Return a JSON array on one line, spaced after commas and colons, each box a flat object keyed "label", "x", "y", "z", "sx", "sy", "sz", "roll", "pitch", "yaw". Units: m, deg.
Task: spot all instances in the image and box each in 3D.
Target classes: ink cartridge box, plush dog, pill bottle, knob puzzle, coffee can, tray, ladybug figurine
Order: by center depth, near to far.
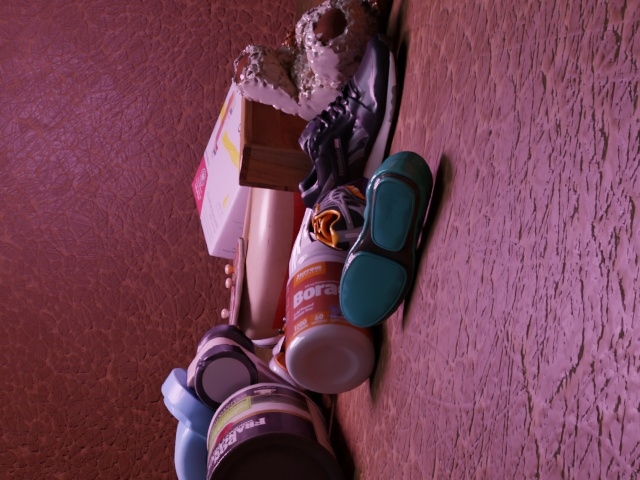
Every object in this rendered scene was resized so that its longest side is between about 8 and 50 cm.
[{"label": "pill bottle", "x": 0.011, "y": 0.098, "z": 1.495, "sx": 0.216, "sy": 0.121, "sz": 0.121, "roll": -93, "pitch": 11, "yaw": -52}, {"label": "coffee can", "x": -0.073, "y": 0.347, "z": 1.622, "sx": 0.275, "sy": 0.201, "sz": 0.202, "roll": -128, "pitch": 45, "yaw": -81}, {"label": "plush dog", "x": 0.024, "y": -0.297, "z": 1.690, "sx": 0.262, "sy": 0.210, "sz": 0.225, "roll": -19, "pitch": 41, "yaw": 42}, {"label": "tray", "x": -0.033, "y": -0.188, "z": 1.815, "sx": 0.411, "sy": 0.202, "sz": 0.076, "roll": -96, "pitch": 15, "yaw": -63}, {"label": "knob puzzle", "x": -0.170, "y": 0.081, "z": 2.079, "sx": 0.213, "sy": 0.030, "sz": 0.213, "roll": -174, "pitch": 90, "yaw": -83}, {"label": "ladybug figurine", "x": -0.068, "y": 0.002, "z": 2.099, "sx": 0.305, "sy": 0.162, "sz": 0.449, "roll": -93, "pitch": 11, "yaw": -52}, {"label": "ink cartridge box", "x": -0.134, "y": -0.184, "z": 2.360, "sx": 0.385, "sy": 0.160, "sz": 0.279, "roll": -64, "pitch": 29, "yaw": 32}]

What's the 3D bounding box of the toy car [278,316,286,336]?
[{"label": "toy car", "x": -0.038, "y": 0.126, "z": 1.865, "sx": 0.060, "sy": 0.040, "sz": 0.122, "roll": -62, "pitch": 3, "yaw": 27}]

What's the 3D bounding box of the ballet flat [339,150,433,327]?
[{"label": "ballet flat", "x": 0.083, "y": -0.003, "z": 1.247, "sx": 0.087, "sy": 0.083, "sz": 0.247, "roll": -55, "pitch": -16, "yaw": -45}]

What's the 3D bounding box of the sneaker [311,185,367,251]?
[{"label": "sneaker", "x": 0.024, "y": -0.027, "z": 1.473, "sx": 0.215, "sy": 0.083, "sz": 0.084, "roll": -167, "pitch": 68, "yaw": -70}]

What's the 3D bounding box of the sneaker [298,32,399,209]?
[{"label": "sneaker", "x": 0.035, "y": -0.160, "z": 1.540, "sx": 0.107, "sy": 0.124, "sz": 0.283, "roll": -96, "pitch": 15, "yaw": -63}]

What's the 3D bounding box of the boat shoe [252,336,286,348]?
[{"label": "boat shoe", "x": -0.101, "y": 0.190, "z": 2.508, "sx": 0.335, "sy": 0.121, "sz": 0.119, "roll": -69, "pitch": -19, "yaw": -70}]

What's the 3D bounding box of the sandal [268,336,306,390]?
[{"label": "sandal", "x": -0.027, "y": 0.200, "z": 1.855, "sx": 0.076, "sy": 0.102, "sz": 0.265, "roll": -54, "pitch": 0, "yaw": 2}]

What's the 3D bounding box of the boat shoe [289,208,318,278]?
[{"label": "boat shoe", "x": 0.000, "y": 0.000, "z": 1.816, "sx": 0.084, "sy": 0.095, "sz": 0.258, "roll": -100, "pitch": 17, "yaw": -82}]

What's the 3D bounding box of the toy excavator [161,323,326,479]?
[{"label": "toy excavator", "x": -0.143, "y": 0.436, "z": 1.897, "sx": 0.445, "sy": 0.433, "sz": 0.222, "roll": -55, "pitch": 9, "yaw": 3}]
